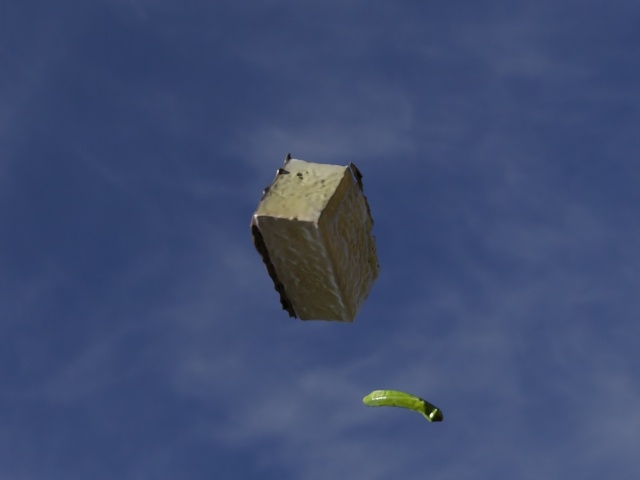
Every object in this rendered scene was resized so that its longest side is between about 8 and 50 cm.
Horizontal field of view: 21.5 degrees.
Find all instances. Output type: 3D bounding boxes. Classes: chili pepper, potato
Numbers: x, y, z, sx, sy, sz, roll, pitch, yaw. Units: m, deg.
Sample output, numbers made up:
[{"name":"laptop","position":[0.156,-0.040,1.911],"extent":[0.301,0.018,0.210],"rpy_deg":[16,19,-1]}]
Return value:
[{"name":"chili pepper","position":[0.065,0.138,1.404],"extent":[0.017,0.083,0.030],"rpy_deg":[-57,-40,-28]},{"name":"potato","position":[0.001,0.002,1.274],"extent":[0.061,0.086,0.122],"rpy_deg":[6,-44,29]}]
